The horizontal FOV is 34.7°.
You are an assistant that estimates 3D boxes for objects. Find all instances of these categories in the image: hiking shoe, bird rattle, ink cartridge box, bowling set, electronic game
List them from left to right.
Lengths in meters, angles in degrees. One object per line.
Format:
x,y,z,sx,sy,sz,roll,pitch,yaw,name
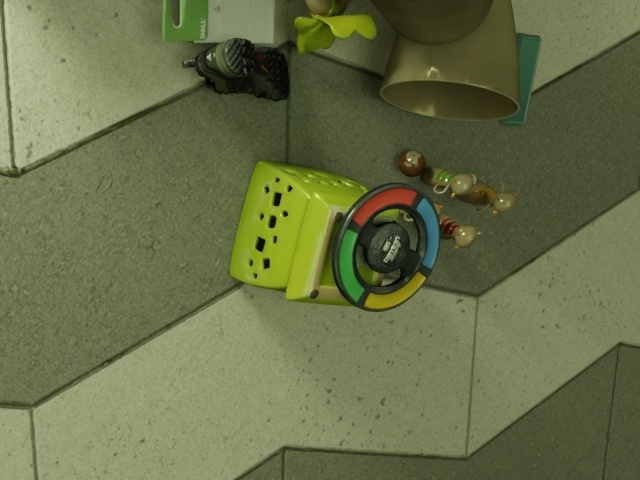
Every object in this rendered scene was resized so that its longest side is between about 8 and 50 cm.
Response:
-0.176,-0.377,1.669,0.209,0.062,0.109,-7,108,-34,ink cartridge box
-0.134,-0.285,1.723,0.227,0.114,0.086,18,71,-63,hiking shoe
-0.010,-0.446,1.724,0.253,0.143,0.207,57,34,-32,bird rattle
0.115,0.013,1.757,0.229,0.048,0.229,-13,113,-31,electronic game
0.224,-0.071,2.001,0.287,0.154,0.200,-45,126,-15,bowling set

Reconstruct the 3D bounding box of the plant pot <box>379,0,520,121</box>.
0.255,-0.384,1.883,0.256,0.256,0.274,15,80,-38,plant pot

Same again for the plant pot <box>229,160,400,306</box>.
0.000,0.000,1.834,0.227,0.207,0.228,8,102,-37,plant pot

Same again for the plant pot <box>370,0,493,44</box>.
0.176,-0.476,1.670,0.323,0.323,0.280,-51,156,-10,plant pot

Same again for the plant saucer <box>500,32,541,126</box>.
0.420,-0.333,2.139,0.067,0.018,0.192,0,107,-35,plant saucer
